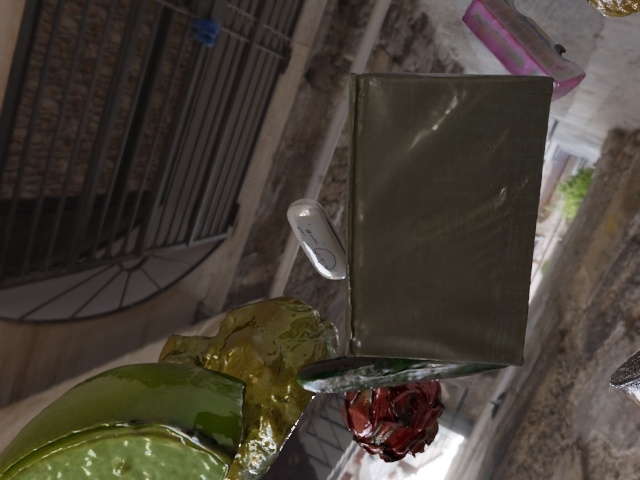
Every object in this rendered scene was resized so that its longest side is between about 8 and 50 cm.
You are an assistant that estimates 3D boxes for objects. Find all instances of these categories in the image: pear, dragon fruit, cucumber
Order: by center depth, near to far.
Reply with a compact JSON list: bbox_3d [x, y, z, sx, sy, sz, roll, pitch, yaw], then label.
[{"bbox_3d":[-0.185,0.220,0.571,0.177,0.286,0.282,20,-170,-4],"label":"pear"},{"bbox_3d":[0.101,0.151,0.729,0.285,0.056,0.056,-12,-178,21],"label":"cucumber"},{"bbox_3d":[0.157,0.343,1.285,0.234,0.292,0.233,-1,-144,1],"label":"dragon fruit"}]

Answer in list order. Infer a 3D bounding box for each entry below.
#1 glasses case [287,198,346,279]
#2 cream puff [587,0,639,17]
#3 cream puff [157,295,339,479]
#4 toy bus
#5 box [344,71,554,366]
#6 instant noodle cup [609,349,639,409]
[{"bbox_3d":[0.000,0.000,1.186,0.076,0.197,0.049,-10,-145,28],"label":"glasses case"},{"bbox_3d":[0.438,-0.392,0.843,0.127,0.143,0.103,14,156,-17],"label":"cream puff"},{"bbox_3d":[-0.149,0.244,1.075,0.276,0.378,0.378,33,-165,5],"label":"cream puff"},{"bbox_3d":[0.425,-0.410,1.255,0.112,0.090,0.274,-32,-102,-36],"label":"toy bus"},{"bbox_3d":[0.100,-0.028,0.526,0.149,0.231,0.155,3,-166,6],"label":"box"},{"bbox_3d":[0.770,0.324,1.250,0.207,0.217,0.217,54,-158,12],"label":"instant noodle cup"}]
